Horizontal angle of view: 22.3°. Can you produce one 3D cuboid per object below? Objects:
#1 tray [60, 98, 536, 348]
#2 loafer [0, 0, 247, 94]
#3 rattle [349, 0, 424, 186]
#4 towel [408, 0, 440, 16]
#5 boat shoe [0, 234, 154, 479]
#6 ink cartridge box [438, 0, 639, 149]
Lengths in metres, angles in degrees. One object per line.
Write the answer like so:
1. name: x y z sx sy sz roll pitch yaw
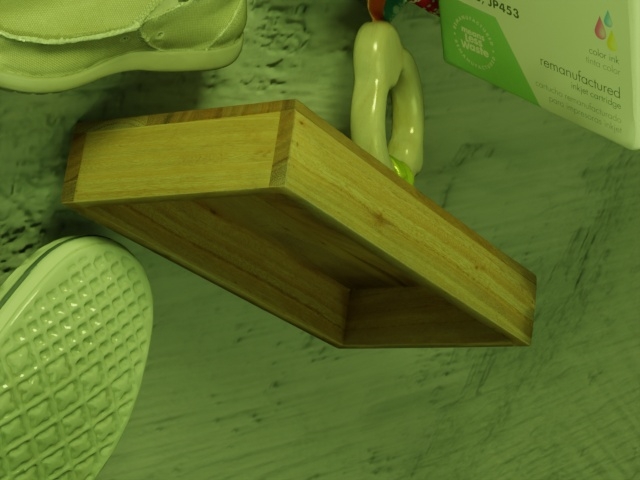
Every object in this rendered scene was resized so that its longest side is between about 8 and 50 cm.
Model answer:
1. tray: 0.000 0.000 1.332 0.411 0.202 0.076 31 62 -53
2. loafer: -0.155 -0.166 1.108 0.268 0.102 0.092 -14 135 -46
3. rattle: 0.017 -0.135 1.348 0.130 0.142 0.200 -36 125 -42
4. towel: 0.103 -0.277 1.244 0.274 0.031 0.199 16 103 -49
5. boat shoe: -0.308 0.204 1.301 0.186 0.156 0.500 25 97 -46
6. ink cartridge box: 0.178 -0.265 1.141 0.119 0.207 0.354 -33 133 -27
